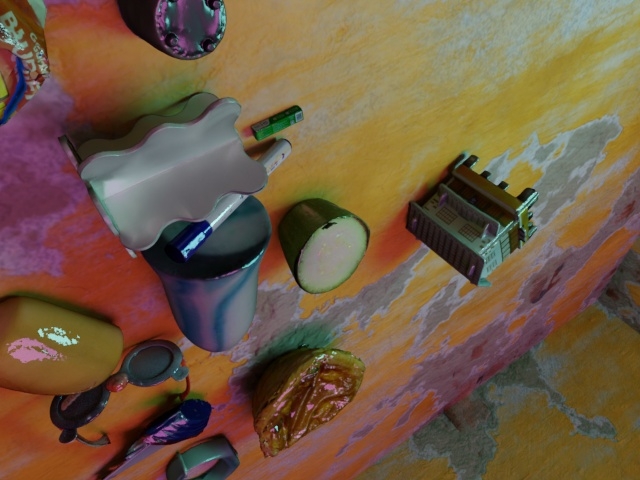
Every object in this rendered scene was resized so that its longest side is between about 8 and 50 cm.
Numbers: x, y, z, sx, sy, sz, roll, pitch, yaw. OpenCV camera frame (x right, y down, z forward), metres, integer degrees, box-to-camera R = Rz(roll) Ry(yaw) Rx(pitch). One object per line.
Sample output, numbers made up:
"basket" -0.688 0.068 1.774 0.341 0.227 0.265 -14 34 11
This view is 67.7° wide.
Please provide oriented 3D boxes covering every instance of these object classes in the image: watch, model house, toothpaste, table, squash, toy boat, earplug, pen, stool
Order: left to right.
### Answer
"toy boat" -0.362 0.464 1.086 0.219 0.072 0.318 -5 142 -53
"stool" -0.155 -0.244 0.501 0.096 0.110 0.096 -26 138 -25
"table" -0.182 -0.092 0.594 0.198 0.166 0.166 -30 143 -16
"watch" -0.321 0.617 1.296 0.195 0.068 0.237 -25 145 -17
"earplug" -0.175 0.085 0.784 0.185 0.185 0.324 -22 145 -24
"pen" -0.121 -0.066 0.684 0.269 0.033 0.033 -53 155 -37
"toothpaste" -0.065 -0.180 0.730 0.083 0.017 0.020 -29 145 -16
"squash" 0.000 0.000 0.888 0.170 0.123 0.170 -24 140 -22
"model house" 0.346 -0.040 1.088 0.215 0.224 0.198 -43 147 -4

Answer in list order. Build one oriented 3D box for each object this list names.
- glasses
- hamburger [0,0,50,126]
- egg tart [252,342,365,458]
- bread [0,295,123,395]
"glasses" -0.350 0.323 0.913 0.234 0.118 0.268 -28 143 -22
"hamburger" -0.383 -0.165 0.371 0.260 0.150 0.276 -44 164 34
"egg tart" -0.044 0.385 1.227 0.339 0.153 0.351 -30 143 -15
"bread" -0.407 0.172 0.721 0.147 0.098 0.217 -49 145 5
